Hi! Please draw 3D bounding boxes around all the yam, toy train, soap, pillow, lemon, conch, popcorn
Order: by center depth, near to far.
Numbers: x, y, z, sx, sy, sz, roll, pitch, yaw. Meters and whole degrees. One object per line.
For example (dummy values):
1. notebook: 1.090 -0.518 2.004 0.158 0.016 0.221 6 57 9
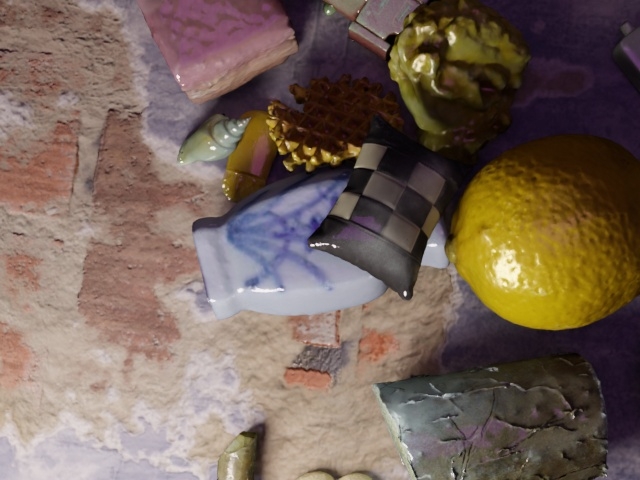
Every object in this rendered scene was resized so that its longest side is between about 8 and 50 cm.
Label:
1. pillow: 0.111 -0.054 1.713 0.186 0.106 0.250 30 74 -6
2. lemon: 0.379 -0.013 1.750 0.336 0.336 0.336 0 84 5
3. yam: 0.276 0.309 1.778 0.348 0.241 0.241 -12 83 1
4. popcorn: 0.243 -0.275 1.840 0.225 0.174 0.286 -27 118 -10
5. yam: -0.146 0.396 1.870 0.069 0.070 0.146 3 86 5
6. toy train: 0.073 -0.473 1.909 0.304 0.150 0.221 35 94 5
7. conch: -0.187 -0.185 1.923 0.180 0.065 0.088 -23 68 31
8. soap: -0.120 -0.147 1.940 0.089 0.033 0.168 11 86 15

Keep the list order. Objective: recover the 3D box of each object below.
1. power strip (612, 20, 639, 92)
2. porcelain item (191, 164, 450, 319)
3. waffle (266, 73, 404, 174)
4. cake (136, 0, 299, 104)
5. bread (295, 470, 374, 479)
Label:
1. power strip: 0.633 -0.220 1.874 0.091 0.062 0.385 -36 83 -3
2. porcelain item: 0.000 0.000 1.840 0.405 0.178 0.243 -14 83 -3
3. waffle: 0.025 -0.203 1.871 0.231 0.051 0.229 -10 42 -5
4. cake: -0.191 -0.409 1.873 0.230 0.237 0.309 -24 84 2
5. bread: 0.022 0.483 1.862 0.250 0.039 0.182 4 85 5
